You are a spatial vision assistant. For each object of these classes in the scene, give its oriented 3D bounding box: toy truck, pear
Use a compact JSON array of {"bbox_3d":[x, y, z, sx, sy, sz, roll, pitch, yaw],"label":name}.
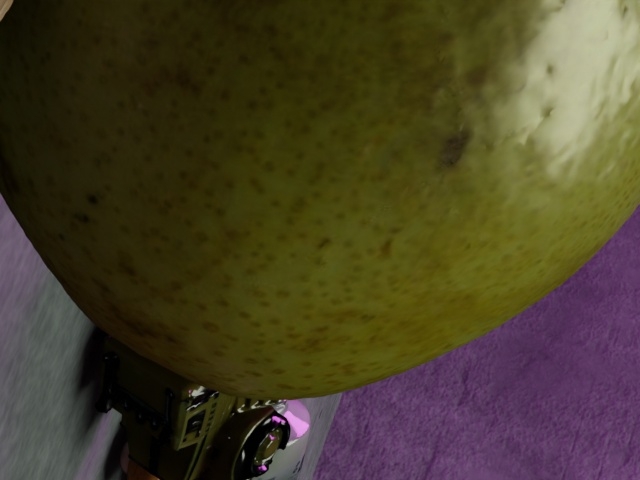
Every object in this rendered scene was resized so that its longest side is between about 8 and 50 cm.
[{"bbox_3d":[-0.085,0.059,1.068,0.127,0.127,0.257,-36,146,-42],"label":"toy truck"},{"bbox_3d":[-0.002,-0.082,0.669,0.304,0.304,0.304,18,90,-83],"label":"pear"}]

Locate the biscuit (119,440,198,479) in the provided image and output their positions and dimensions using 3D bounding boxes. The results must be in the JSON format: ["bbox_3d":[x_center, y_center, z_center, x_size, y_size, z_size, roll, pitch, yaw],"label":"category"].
[{"bbox_3d":[-0.100,0.145,1.305,0.205,0.049,0.324,-57,154,-42],"label":"biscuit"}]

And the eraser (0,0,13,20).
[{"bbox_3d":[-0.154,-0.050,0.416,0.171,0.087,0.290,97,14,-62],"label":"eraser"}]

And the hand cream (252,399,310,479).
[{"bbox_3d":[-0.067,0.245,1.322,0.124,0.078,0.340,-43,149,-57],"label":"hand cream"}]
